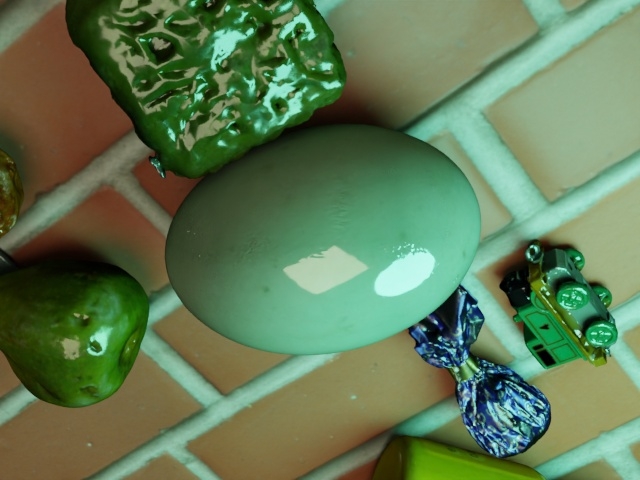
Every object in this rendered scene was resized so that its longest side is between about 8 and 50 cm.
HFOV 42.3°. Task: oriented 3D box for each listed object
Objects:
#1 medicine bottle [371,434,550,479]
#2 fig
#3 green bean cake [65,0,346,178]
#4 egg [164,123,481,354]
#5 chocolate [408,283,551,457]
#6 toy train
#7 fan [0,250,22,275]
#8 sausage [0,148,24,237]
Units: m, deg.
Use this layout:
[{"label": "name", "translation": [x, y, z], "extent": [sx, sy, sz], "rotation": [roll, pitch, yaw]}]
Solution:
[{"label": "medicine bottle", "translation": [0.276, 0.457, 1.306], "extent": [0.384, 0.224, 0.224], "rotation": [15, 120, -8]}, {"label": "fig", "translation": [-0.385, 0.106, 1.140], "extent": [0.275, 0.206, 0.206], "rotation": [20, 120, 5]}, {"label": "green bean cake", "translation": [-0.125, -0.227, 0.922], "extent": [0.247, 0.156, 0.250], "rotation": [-28, 121, 5]}, {"label": "egg", "translation": [0.000, 0.000, 1.008], "extent": [0.389, 0.276, 0.276], "rotation": [-10, 120, 11]}, {"label": "chocolate", "translation": [0.201, 0.163, 1.199], "extent": [0.148, 0.126, 0.343], "rotation": [-4, 128, 54]}, {"label": "toy train", "translation": [0.334, 0.098, 1.168], "extent": [0.136, 0.091, 0.227], "rotation": [-31, 116, 30]}, {"label": "fan", "translation": [-0.400, 0.101, 1.230], "extent": [0.282, 0.023, 0.057], "rotation": [41, 107, -19]}, {"label": "sausage", "translation": [-0.507, -0.034, 1.074], "extent": [0.268, 0.153, 0.141], "rotation": [-30, 130, 21]}]
